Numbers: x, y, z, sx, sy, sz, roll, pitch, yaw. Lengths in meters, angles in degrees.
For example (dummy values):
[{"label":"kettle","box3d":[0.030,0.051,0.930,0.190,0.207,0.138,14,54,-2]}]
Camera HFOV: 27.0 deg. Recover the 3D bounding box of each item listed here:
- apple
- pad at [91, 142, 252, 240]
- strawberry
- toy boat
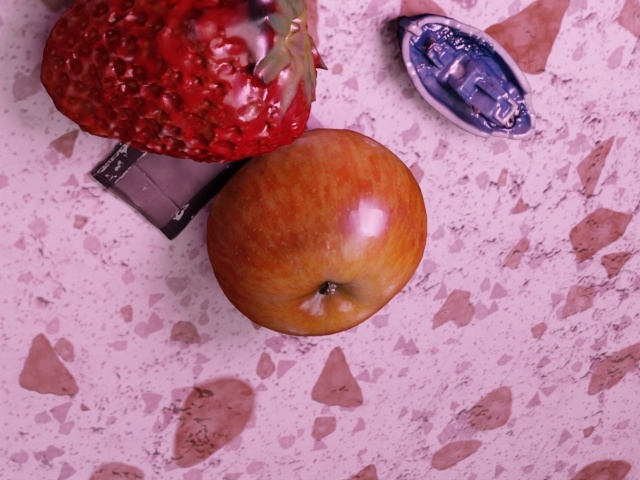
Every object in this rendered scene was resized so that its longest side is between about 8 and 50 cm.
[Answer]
[{"label":"apple","box3d":[0.000,0.000,1.832,0.277,0.250,0.309,14,114,-41]},{"label":"pad","box3d":[-0.175,-0.124,1.815,0.233,0.022,0.174,-45,130,3]},{"label":"strawberry","box3d":[-0.151,-0.239,1.629,0.292,0.310,0.291,-20,113,-56]},{"label":"toy boat","box3d":[0.213,-0.228,1.889,0.129,0.142,0.309,-50,130,8]}]
